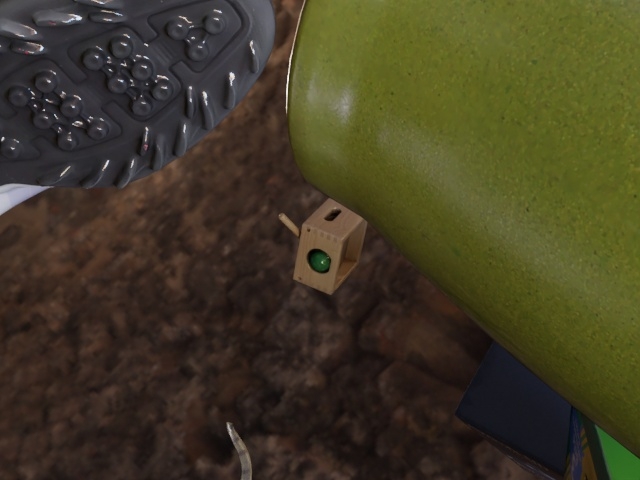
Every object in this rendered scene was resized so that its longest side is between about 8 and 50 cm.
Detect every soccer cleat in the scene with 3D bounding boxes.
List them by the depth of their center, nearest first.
[{"bbox_3d":[-0.157,-0.071,0.537,0.318,0.108,0.116,-27,-143,28],"label":"soccer cleat"}]

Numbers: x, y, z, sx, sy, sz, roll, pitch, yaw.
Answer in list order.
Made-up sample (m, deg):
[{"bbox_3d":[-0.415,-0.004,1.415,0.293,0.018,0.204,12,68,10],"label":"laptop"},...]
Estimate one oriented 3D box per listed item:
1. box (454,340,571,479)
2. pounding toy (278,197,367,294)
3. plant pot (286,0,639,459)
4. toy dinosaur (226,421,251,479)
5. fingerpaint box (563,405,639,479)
[{"bbox_3d":[0.419,0.276,1.548,0.293,0.395,0.212,26,-99,33],"label":"box"},{"bbox_3d":[0.000,0.000,1.691,0.141,0.100,0.130,-45,152,-52],"label":"pounding toy"},{"bbox_3d":[0.185,-0.060,0.541,0.353,0.366,0.366,28,-116,22],"label":"plant pot"},{"bbox_3d":[-0.109,0.386,1.426,0.064,0.118,0.268,2,-104,21],"label":"toy dinosaur"},{"bbox_3d":[0.349,0.391,1.044,0.163,0.371,0.445,-3,-144,3],"label":"fingerpaint box"}]
